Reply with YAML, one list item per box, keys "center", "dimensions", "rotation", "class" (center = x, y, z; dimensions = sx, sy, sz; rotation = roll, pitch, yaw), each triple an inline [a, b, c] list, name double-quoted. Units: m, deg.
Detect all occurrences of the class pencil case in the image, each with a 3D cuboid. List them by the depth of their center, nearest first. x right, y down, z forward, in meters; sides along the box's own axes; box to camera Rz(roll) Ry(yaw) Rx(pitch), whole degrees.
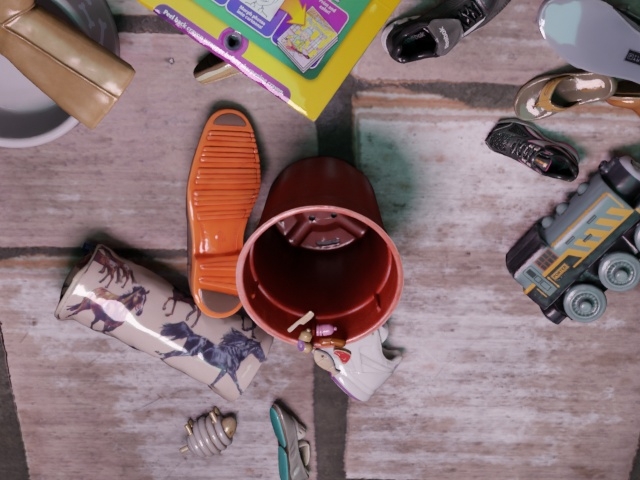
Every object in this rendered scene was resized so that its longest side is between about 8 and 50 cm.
- center: [-0.285, 0.156, 2.030]
  dimensions: [0.410, 0.183, 0.160]
  rotation: [28, 83, -15]
  class: "pencil case"

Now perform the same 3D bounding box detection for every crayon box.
- center: [-0.070, -0.417, 1.693]
  dimensions: [0.363, 0.106, 0.313]
  rotation: [33, 100, -17]
  class: "crayon box"

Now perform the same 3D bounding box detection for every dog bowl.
- center: [-0.511, -0.310, 1.799]
  dimensions: [0.348, 0.102, 0.349]
  rotation: [0, 120, 0]
  class: "dog bowl"

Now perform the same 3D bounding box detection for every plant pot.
- center: [0.000, 0.000, 1.874]
  dimensions: [0.272, 0.265, 0.272]
  rotation: [0, 119, 0]
  class: "plant pot"

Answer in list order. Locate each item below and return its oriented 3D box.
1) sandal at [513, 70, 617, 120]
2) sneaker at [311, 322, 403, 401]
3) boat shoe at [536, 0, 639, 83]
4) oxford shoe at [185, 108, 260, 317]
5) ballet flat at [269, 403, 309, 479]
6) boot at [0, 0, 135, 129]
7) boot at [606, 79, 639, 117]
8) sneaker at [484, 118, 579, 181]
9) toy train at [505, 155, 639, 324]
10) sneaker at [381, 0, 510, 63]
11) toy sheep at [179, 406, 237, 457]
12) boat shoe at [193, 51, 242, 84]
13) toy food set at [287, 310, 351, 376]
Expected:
- center: [0.407, -0.244, 1.834]
  dimensions: [0.180, 0.049, 0.072]
  rotation: [-10, 111, 30]
  class: "sandal"
- center: [0.034, 0.167, 2.076]
  dimensions: [0.152, 0.114, 0.305]
  rotation: [-41, 117, 6]
  class: "sneaker"
- center: [0.480, -0.329, 1.773]
  dimensions: [0.306, 0.105, 0.113]
  rotation: [14, 115, -14]
  class: "boat shoe"
- center: [-0.191, -0.054, 1.930]
  dimensions: [0.129, 0.132, 0.364]
  rotation: [4, 100, -22]
  class: "oxford shoe"
- center: [-0.059, 0.411, 2.234]
  dimensions: [0.068, 0.072, 0.213]
  rotation: [-19, 122, -20]
  class: "ballet flat"
- center: [-0.399, -0.331, 1.683]
  dimensions: [0.269, 0.089, 0.236]
  rotation: [36, 125, -18]
  class: "boot"
- center: [0.573, -0.194, 1.869]
  dimensions: [0.197, 0.073, 0.152]
  rotation: [5, 126, 4]
  class: "boot"
- center: [0.374, -0.153, 1.889]
  dimensions: [0.178, 0.077, 0.072]
  rotation: [16, 118, -7]
  class: "sneaker"
- center: [0.488, 0.002, 1.949]
  dimensions: [0.190, 0.142, 0.334]
  rotation: [39, 113, -9]
  class: "toy train"
- center: [0.209, -0.347, 1.763]
  dimensions: [0.234, 0.106, 0.078]
  rotation: [-25, 117, 14]
  class: "sneaker"
- center: [-0.228, 0.395, 2.207]
  dimensions: [0.132, 0.091, 0.091]
  rotation: [-27, 116, 9]
  class: "toy sheep"
- center: [-0.119, -0.300, 1.822]
  dimensions: [0.190, 0.068, 0.072]
  rotation: [-24, 128, 14]
  class: "boat shoe"
- center: [0.006, 0.173, 1.808]
  dimensions: [0.078, 0.019, 0.122]
  rotation: [-40, 112, 20]
  class: "toy food set"
